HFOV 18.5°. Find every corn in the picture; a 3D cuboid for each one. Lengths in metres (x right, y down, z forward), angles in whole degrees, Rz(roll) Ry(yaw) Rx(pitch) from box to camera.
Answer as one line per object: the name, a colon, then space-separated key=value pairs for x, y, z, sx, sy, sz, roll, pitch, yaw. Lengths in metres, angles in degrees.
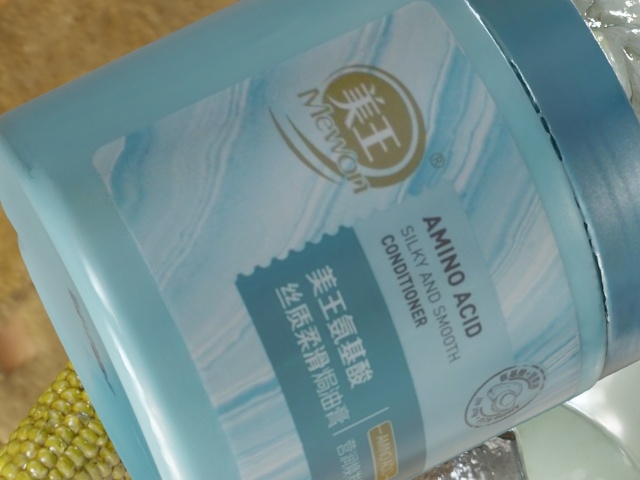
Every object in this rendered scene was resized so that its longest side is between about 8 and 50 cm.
corn: x=-0.131 y=0.097 z=1.503 sx=0.318 sy=0.115 sz=0.115 roll=-47 pitch=-41 yaw=-21

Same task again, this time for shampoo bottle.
shampoo bottle: x=0.000 y=0.000 z=1.278 sx=0.342 sy=0.331 sz=0.331 roll=-25 pitch=-49 yaw=-12

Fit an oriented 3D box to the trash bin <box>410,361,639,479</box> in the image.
trash bin: x=0.238 y=0.158 z=1.945 sx=0.432 sy=0.280 sz=0.280 roll=-56 pitch=-33 yaw=-46

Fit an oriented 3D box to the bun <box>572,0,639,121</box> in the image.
bun: x=0.264 y=-0.165 z=2.241 sx=0.362 sy=0.362 sz=0.211 roll=-44 pitch=-11 yaw=-21
